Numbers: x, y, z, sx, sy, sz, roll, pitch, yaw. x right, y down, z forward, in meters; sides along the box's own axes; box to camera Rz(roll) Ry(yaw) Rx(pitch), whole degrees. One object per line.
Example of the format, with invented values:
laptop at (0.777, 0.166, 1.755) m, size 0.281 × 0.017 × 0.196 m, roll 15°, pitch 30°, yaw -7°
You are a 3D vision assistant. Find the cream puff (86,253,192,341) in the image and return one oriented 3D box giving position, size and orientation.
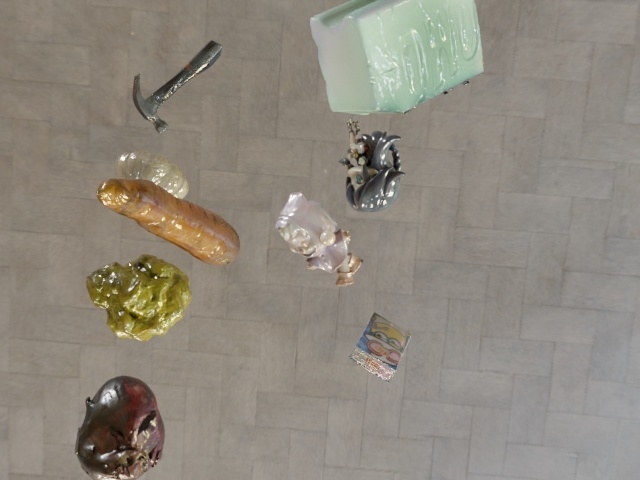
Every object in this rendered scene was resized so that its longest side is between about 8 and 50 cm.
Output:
cream puff at (-0.281, 0.078, 0.837) m, size 0.146 × 0.146 × 0.116 m, roll -35°, pitch 130°, yaw 5°

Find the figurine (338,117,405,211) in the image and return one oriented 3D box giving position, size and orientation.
figurine at (0.152, -0.216, 1.614) m, size 0.197 × 0.175 × 0.265 m, roll 10°, pitch 106°, yaw -1°

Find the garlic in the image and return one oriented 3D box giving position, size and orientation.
garlic at (-0.521, -0.181, 1.655) m, size 0.228 × 0.228 × 0.152 m, roll 20°, pitch 71°, yaw -1°

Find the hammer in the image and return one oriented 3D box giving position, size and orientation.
hammer at (-0.357, -0.417, 1.380) m, size 0.290 × 0.037 × 0.137 m, roll -52°, pitch 121°, yaw -23°

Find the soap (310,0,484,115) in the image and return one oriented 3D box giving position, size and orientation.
soap at (0.108, -0.239, 0.673) m, size 0.230 × 0.091 × 0.145 m, roll -36°, pitch 125°, yaw -30°

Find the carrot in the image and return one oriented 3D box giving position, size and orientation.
carrot at (-0.154, -0.022, 0.583) m, size 0.059 × 0.248 × 0.059 m, roll -5°, pitch 73°, yaw 17°

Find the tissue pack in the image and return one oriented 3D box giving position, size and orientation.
tissue pack at (0.152, 0.262, 1.351) m, size 0.115 × 0.155 × 0.065 m, roll 30°, pitch 121°, yaw 8°

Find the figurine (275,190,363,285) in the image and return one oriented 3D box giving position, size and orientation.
figurine at (0.000, -0.001, 1.395) m, size 0.276 × 0.200 × 0.133 m, roll 46°, pitch 64°, yaw -18°

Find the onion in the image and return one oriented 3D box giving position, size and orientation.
onion at (-0.518, 0.495, 1.427) m, size 0.221 × 0.281 × 0.281 m, roll 9°, pitch 97°, yaw -25°
